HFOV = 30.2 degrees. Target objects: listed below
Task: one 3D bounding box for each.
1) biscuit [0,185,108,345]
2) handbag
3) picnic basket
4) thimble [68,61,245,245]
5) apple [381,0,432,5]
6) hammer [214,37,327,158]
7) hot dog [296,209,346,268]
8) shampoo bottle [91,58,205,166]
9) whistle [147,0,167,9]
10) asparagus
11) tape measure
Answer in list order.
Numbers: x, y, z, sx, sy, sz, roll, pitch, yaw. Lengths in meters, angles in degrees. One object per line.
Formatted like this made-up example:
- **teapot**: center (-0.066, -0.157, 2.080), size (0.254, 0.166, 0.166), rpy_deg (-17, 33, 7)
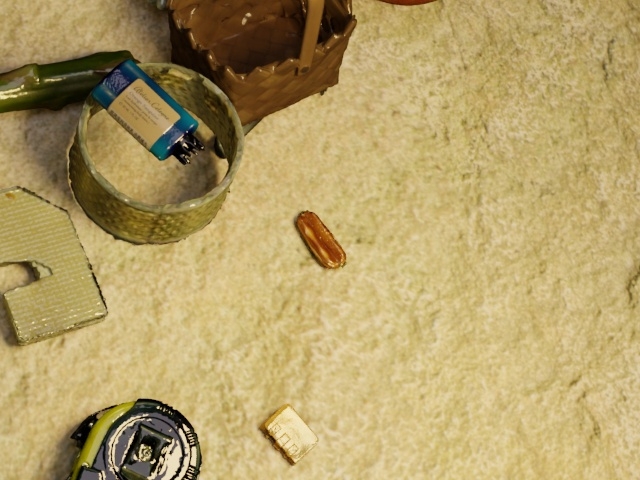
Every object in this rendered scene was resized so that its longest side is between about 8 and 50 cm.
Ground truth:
- **biscuit**: center (-0.434, 0.032, 1.817), size (0.147, 0.046, 0.250), rpy_deg (-19, 77, -26)
- **handbag**: center (-0.048, 0.305, 1.866), size (0.061, 0.027, 0.083), rpy_deg (-38, 87, -31)
- **picnic basket**: center (-0.094, -0.375, 1.954), size (0.291, 0.321, 0.254), rpy_deg (-29, 64, -24)
- **thimble**: center (-0.264, -0.141, 1.889), size (0.271, 0.150, 0.271), rpy_deg (5, 69, -14)
- **apple**: center (0.152, -0.593, 2.176), size (0.339, 0.339, 0.339), rpy_deg (8, 65, -19)
- **hammer**: center (-0.090, -0.242, 2.082), size (0.111, 0.033, 0.287), rpy_deg (43, 60, 1)
- **hot dog**: center (0.000, 0.000, 2.015), size (0.049, 0.037, 0.122), rpy_deg (-29, 75, -18)
- **shampoo bottle**: center (-0.254, -0.187, 1.797), size (0.183, 0.050, 0.087), rpy_deg (43, 68, 2)
- **whistle**: center (-0.213, -0.473, 2.093), size (0.253, 0.106, 0.101), rpy_deg (-21, 108, -21)
- **asparagus**: center (-0.429, -0.254, 1.926), size (0.343, 0.082, 0.085), rpy_deg (-13, 98, -25)
- **tape measure**: center (-0.268, 0.320, 1.726), size (0.199, 0.112, 0.186), rpy_deg (25, 59, -12)
